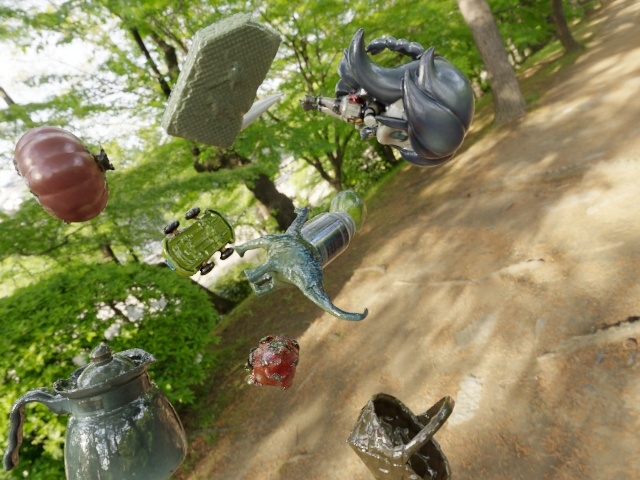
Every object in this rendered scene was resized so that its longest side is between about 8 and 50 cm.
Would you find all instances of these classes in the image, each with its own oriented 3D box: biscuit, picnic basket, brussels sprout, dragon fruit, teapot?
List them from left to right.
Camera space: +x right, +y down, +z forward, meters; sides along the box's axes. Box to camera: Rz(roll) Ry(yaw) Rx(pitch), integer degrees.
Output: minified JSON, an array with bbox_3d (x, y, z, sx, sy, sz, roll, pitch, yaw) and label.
[{"bbox_3d":[-0.451,0.355,0.827,0.306,0.284,0.223,-10,5,16],"label":"teapot"},{"bbox_3d":[-0.183,-0.296,0.751,0.150,0.052,0.252,6,-55,-48],"label":"biscuit"},{"bbox_3d":[-0.193,0.439,1.466,0.269,0.200,0.198,-1,26,34],"label":"dragon fruit"},{"bbox_3d":[0.094,-0.096,1.333,0.118,0.154,0.155,-13,10,-22],"label":"brussels sprout"},{"bbox_3d":[0.298,0.597,1.238,0.338,0.336,0.293,-19,-10,24],"label":"picnic basket"}]

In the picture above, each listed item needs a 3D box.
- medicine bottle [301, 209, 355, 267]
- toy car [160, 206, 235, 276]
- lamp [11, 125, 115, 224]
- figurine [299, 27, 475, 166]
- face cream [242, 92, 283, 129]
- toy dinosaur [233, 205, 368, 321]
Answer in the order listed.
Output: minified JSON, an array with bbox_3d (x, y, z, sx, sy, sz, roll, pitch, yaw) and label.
[{"bbox_3d":[0.000,0.000,0.923,0.107,0.106,0.191,-12,17,42],"label":"medicine bottle"},{"bbox_3d":[-0.408,0.011,1.319,0.248,0.200,0.142,-40,9,-34],"label":"toy car"},{"bbox_3d":[-0.456,-0.121,0.726,0.140,0.181,0.182,-33,17,-27],"label":"lamp"},{"bbox_3d":[0.121,-0.232,0.666,0.197,0.265,0.175,-53,13,26],"label":"figurine"},{"bbox_3d":[-0.242,-0.467,1.453,0.244,0.058,0.092,-45,37,-23],"label":"face cream"},{"bbox_3d":[-0.051,0.033,0.621,0.147,0.076,0.363,-23,27,-4],"label":"toy dinosaur"}]
